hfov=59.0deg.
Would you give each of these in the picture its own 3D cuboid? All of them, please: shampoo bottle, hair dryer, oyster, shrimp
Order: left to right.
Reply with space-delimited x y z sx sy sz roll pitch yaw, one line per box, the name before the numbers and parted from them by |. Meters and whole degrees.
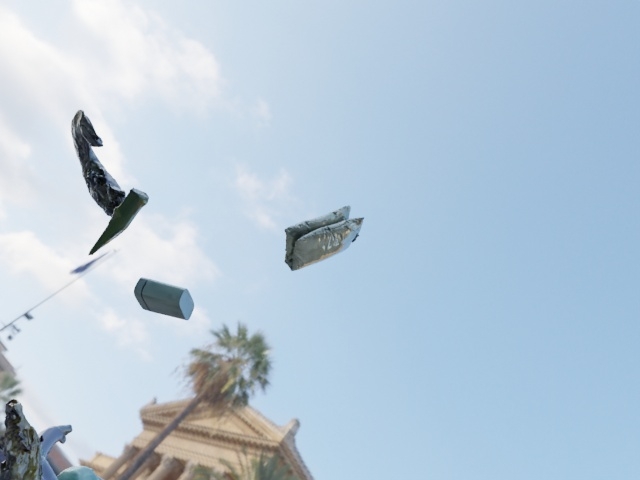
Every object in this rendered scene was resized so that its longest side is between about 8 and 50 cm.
oyster | -0.480 0.434 0.932 0.128 0.078 0.345 -30 -104 53
hair dryer | -0.692 0.578 1.465 0.301 0.121 0.361 53 -1 -14
shampoo bottle | -0.762 0.850 1.837 0.222 0.151 0.349 10 -41 7
shrimp | -0.548 -0.185 1.393 0.365 0.071 0.233 43 -37 41

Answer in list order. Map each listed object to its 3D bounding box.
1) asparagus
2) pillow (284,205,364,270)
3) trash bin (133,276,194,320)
asparagus | -0.436 -0.033 1.216 0.041 0.045 0.178 40 -84 33
pillow | 0.000 0.000 1.294 0.078 0.181 0.134 57 -29 28
trash bin | -0.410 0.154 1.488 0.130 0.059 0.116 12 -32 11
